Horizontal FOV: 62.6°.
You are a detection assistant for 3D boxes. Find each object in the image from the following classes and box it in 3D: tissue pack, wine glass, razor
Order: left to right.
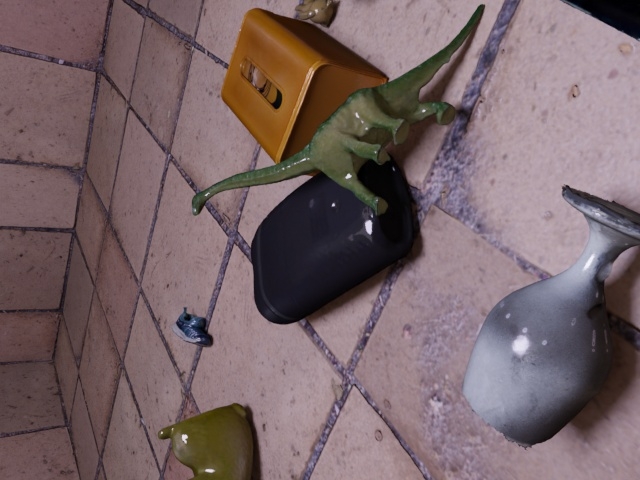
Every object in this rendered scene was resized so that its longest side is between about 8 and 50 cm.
[{"bbox_3d":[-0.044,-0.258,0.906,0.274,0.145,0.194,50,125,42],"label":"tissue pack"},{"bbox_3d":[-0.002,0.000,0.852,0.349,0.114,0.204,-38,54,46],"label":"razor"},{"bbox_3d":[0.235,0.076,0.517,0.126,0.126,0.241,46,122,45],"label":"wine glass"}]

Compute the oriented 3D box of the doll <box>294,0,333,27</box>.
[{"bbox_3d":[-0.012,-0.419,0.944,0.061,0.051,0.093,-39,60,-3],"label":"doll"}]

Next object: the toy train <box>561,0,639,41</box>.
[{"bbox_3d":[0.301,-0.224,0.510,0.207,0.047,0.043,56,131,38],"label":"toy train"}]

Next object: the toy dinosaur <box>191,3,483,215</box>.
[{"bbox_3d":[0.018,-0.162,0.751,0.447,0.087,0.301,-51,43,-5],"label":"toy dinosaur"}]

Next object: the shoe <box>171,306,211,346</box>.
[{"bbox_3d":[-0.314,0.221,1.314,0.143,0.064,0.071,22,87,47],"label":"shoe"}]

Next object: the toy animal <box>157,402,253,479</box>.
[{"bbox_3d":[-0.215,0.518,1.046,0.181,0.181,0.362,85,178,-67],"label":"toy animal"}]
